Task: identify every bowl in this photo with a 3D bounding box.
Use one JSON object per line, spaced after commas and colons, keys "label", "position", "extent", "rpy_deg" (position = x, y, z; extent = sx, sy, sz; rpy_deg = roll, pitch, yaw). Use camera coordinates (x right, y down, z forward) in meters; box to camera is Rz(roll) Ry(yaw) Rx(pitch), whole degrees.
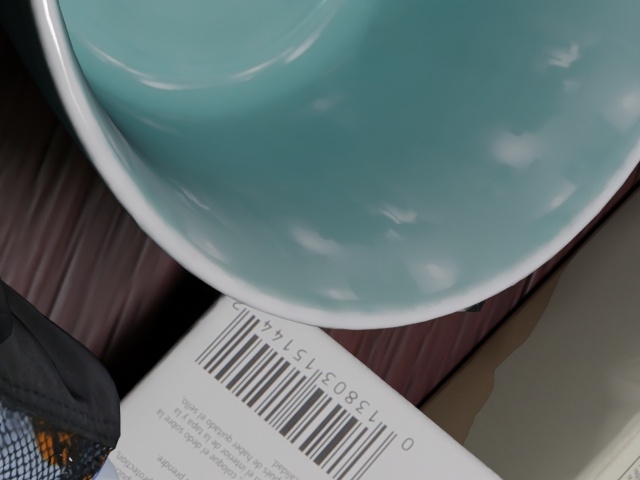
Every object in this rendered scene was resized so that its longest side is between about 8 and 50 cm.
{"label": "bowl", "position": [-0.008, -0.136, 0.606], "extent": [0.312, 0.163, 0.311], "rpy_deg": [-12, 109, -36]}

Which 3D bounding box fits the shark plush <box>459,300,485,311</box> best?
{"label": "shark plush", "position": [0.000, 0.000, 0.745], "extent": [0.161, 0.073, 0.067], "rpy_deg": [3, 82, -18]}

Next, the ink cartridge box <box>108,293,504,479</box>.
{"label": "ink cartridge box", "position": [-0.004, 0.199, 0.638], "extent": [0.261, 0.296, 0.066], "rpy_deg": [-46, 168, -23]}

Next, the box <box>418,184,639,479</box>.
{"label": "box", "position": [0.143, 0.117, 0.827], "extent": [0.311, 0.121, 0.148], "rpy_deg": [-42, 124, -22]}

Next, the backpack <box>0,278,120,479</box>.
{"label": "backpack", "position": [-0.210, 0.086, 0.468], "extent": [0.263, 0.276, 0.213], "rpy_deg": [-52, 141, -10]}
